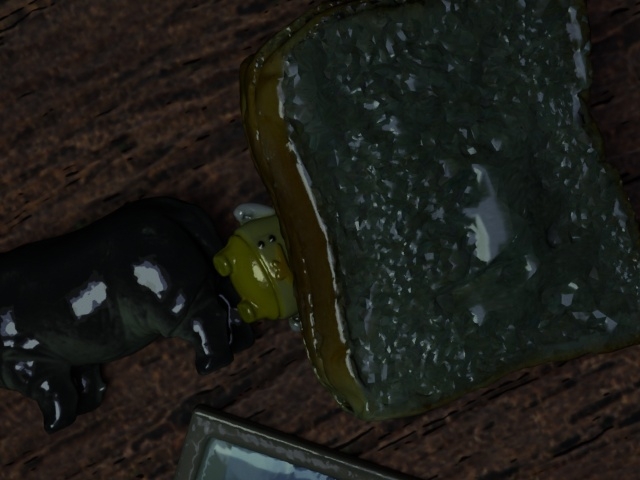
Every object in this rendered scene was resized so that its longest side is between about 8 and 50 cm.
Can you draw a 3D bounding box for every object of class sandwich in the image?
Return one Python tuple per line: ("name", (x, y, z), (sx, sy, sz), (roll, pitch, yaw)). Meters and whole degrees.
("sandwich", (0.095, -0.039, 1.015), (0.271, 0.099, 0.301), (-17, 94, -19))

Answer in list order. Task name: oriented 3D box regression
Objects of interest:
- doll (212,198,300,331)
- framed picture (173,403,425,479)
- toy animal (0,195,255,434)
("doll", (0.000, 0.000, 1.064), (0.162, 0.062, 0.106), (-30, 97, -20))
("framed picture", (-0.033, 0.328, 1.144), (0.247, 0.022, 0.335), (18, 98, 4))
("toy animal", (-0.229, 0.063, 1.097), (0.343, 0.106, 0.168), (-6, 96, 10))
